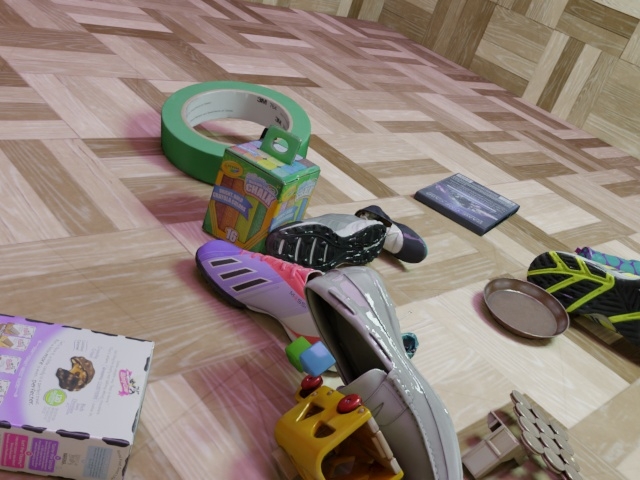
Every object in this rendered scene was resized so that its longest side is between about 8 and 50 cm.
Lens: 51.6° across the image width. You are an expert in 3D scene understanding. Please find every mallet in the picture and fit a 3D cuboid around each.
[{"bbox_3d":[-0.096,-0.237,1.630,0.039,0.062,0.190,32,15,18],"label":"mallet"}]

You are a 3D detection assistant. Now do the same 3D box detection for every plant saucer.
[{"bbox_3d":[0.388,0.134,1.265,0.169,0.029,0.168,10,35,-7],"label":"plant saucer"}]

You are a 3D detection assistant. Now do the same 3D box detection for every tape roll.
[{"bbox_3d":[-0.184,-0.239,1.444,0.322,0.077,0.321,7,41,-6],"label":"tape roll"}]

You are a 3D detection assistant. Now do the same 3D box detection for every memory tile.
[{"bbox_3d":[0.319,0.280,0.940,0.113,0.012,0.148,39,18,-4],"label":"memory tile"}]

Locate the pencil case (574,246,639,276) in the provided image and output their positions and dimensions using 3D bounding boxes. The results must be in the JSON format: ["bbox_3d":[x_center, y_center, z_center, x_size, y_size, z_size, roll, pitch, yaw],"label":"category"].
[{"bbox_3d":[0.681,0.061,1.570,0.152,0.064,0.070,15,44,-11],"label":"pencil case"}]

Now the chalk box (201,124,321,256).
[{"bbox_3d":[-0.098,-0.095,1.171,0.132,0.213,0.132,30,29,18],"label":"chalk box"}]

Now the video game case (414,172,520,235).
[{"bbox_3d":[0.382,-0.099,1.703,0.196,0.026,0.274,32,31,22],"label":"video game case"}]

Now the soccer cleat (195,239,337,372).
[{"bbox_3d":[-0.057,0.068,1.009,0.318,0.116,0.109,34,30,24],"label":"soccer cleat"}]

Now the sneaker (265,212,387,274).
[{"bbox_3d":[0.000,0.000,1.211,0.108,0.100,0.272,27,21,39],"label":"sneaker"}]

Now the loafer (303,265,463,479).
[{"bbox_3d":[0.070,0.182,0.821,0.112,0.112,0.319,-9,64,-38],"label":"loafer"}]

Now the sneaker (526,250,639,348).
[{"bbox_3d":[0.611,0.118,1.321,0.385,0.145,0.147,29,14,21],"label":"sneaker"}]

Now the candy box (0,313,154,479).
[{"bbox_3d":[-0.294,0.168,0.723,0.196,0.070,0.164,13,28,-12],"label":"candy box"}]

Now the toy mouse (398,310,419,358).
[{"bbox_3d":[0.096,0.159,1.039,0.161,0.031,0.143,7,30,-23],"label":"toy mouse"}]

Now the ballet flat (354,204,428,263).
[{"bbox_3d":[0.131,-0.013,1.333,0.074,0.074,0.203,1,27,-33],"label":"ballet flat"}]

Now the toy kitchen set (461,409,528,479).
[{"bbox_3d":[0.229,0.283,0.906,0.068,0.075,0.083,52,1,40],"label":"toy kitchen set"}]

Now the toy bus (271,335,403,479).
[{"bbox_3d":[-0.001,0.230,0.762,0.104,0.202,0.191,-33,60,-20],"label":"toy bus"}]
